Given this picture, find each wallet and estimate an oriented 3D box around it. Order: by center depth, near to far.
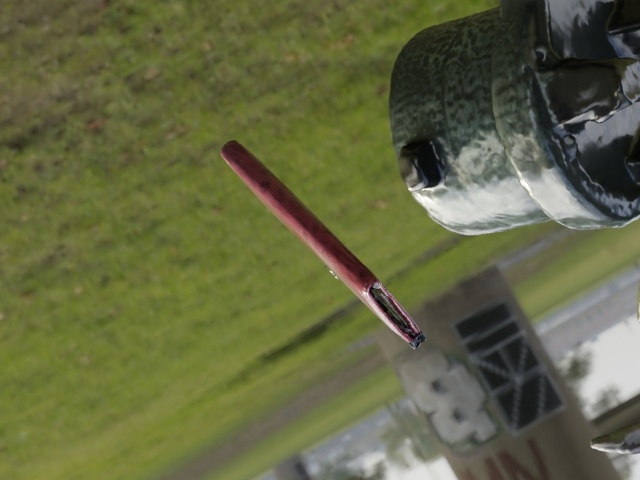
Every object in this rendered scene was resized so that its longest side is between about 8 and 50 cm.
[{"bbox_3d":[0.000,0.000,1.206,0.025,0.232,0.119,-43,142,-3],"label":"wallet"}]

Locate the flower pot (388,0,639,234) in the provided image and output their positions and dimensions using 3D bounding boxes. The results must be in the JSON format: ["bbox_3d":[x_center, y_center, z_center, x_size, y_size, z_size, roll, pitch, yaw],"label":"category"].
[{"bbox_3d":[0.235,-0.152,1.385,0.282,0.299,0.299,-9,-172,42],"label":"flower pot"}]

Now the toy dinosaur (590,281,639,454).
[{"bbox_3d":[0.332,0.102,0.905,0.294,0.162,0.077,5,-138,22],"label":"toy dinosaur"}]
